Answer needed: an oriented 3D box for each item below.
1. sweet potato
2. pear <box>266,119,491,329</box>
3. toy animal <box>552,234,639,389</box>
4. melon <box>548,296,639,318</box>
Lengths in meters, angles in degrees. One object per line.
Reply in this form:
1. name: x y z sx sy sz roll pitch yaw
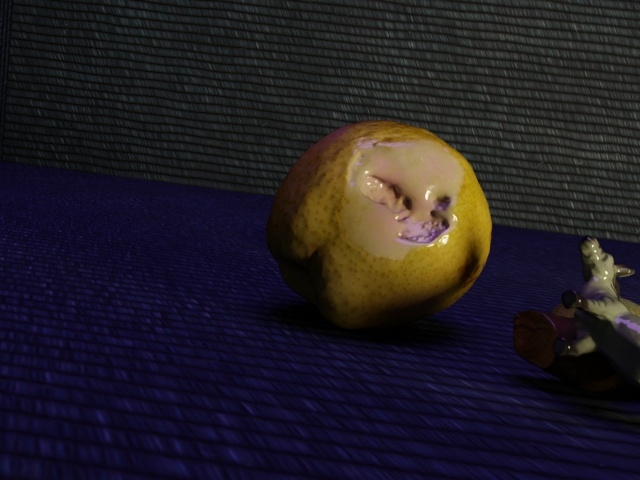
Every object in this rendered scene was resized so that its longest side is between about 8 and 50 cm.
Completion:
1. sweet potato: 0.311 0.122 0.762 0.243 0.077 0.077 11 7 -5
2. pear: 0.068 -0.015 0.931 0.271 0.271 0.271 7 7 -1
3. toy animal: 0.286 0.089 0.681 0.176 0.073 0.217 -5 41 -46
4. melon: 0.316 0.104 0.857 0.160 0.079 0.128 11 7 26
